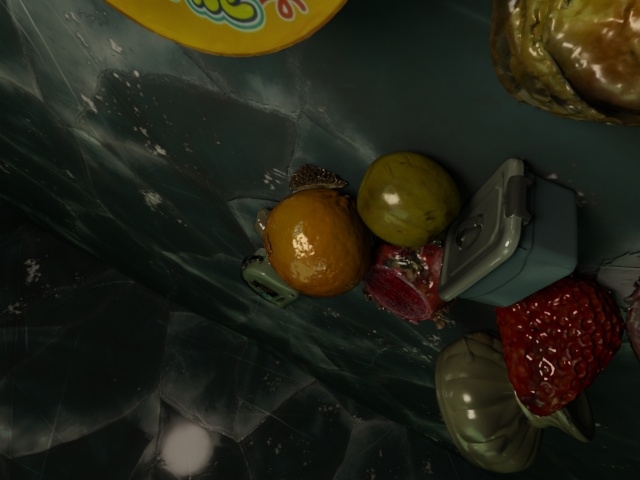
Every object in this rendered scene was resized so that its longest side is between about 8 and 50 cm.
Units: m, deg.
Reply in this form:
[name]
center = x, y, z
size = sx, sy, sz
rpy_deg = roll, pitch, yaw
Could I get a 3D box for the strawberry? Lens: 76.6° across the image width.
[strawberry]
center = 0.389, 0.173, 0.691
size = 0.205, 0.244, 0.205
rpy_deg = 24, 152, 14

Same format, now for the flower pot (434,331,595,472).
[flower pot]
center = 0.435, 0.343, 0.910
size = 0.244, 0.307, 0.307
rpy_deg = -28, 121, 36

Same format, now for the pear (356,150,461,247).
[pear]
center = 0.136, -0.062, 0.641
size = 0.162, 0.149, 0.149
rpy_deg = 33, 153, 4

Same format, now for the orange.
[orange]
center = -0.001, 0.002, 0.774
size = 0.219, 0.219, 0.193
rpy_deg = 36, 127, -12

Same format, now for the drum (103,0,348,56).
[drum]
center = -0.086, -0.365, 0.266
size = 0.431, 0.214, 0.431
rpy_deg = 22, 153, 12

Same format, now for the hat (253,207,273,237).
[hat]
center = -0.066, -0.002, 1.010
size = 0.166, 0.173, 0.144
rpy_deg = 57, 136, 41

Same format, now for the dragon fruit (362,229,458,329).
[dragon fruit]
center = 0.183, 0.083, 0.842
size = 0.211, 0.147, 0.282
rpy_deg = 28, 151, 0

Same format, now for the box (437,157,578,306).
[box]
center = 0.270, 0.003, 0.617
size = 0.130, 0.162, 0.227
rpy_deg = 18, 152, -1

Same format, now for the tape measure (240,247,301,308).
[tape measure]
center = -0.160, 0.126, 1.273
size = 0.207, 0.115, 0.235
rpy_deg = 30, 153, -8

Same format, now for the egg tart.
[egg tart]
center = 0.288, -0.183, 0.325
size = 0.297, 0.132, 0.297
rpy_deg = 18, 146, 13

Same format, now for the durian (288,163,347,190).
[durian]
center = -0.014, -0.112, 0.797
size = 0.130, 0.052, 0.066
rpy_deg = -1, 137, 29

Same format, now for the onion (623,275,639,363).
[onion]
center = 0.598, 0.114, 0.529
size = 0.314, 0.146, 0.280
rpy_deg = -9, 109, 63
